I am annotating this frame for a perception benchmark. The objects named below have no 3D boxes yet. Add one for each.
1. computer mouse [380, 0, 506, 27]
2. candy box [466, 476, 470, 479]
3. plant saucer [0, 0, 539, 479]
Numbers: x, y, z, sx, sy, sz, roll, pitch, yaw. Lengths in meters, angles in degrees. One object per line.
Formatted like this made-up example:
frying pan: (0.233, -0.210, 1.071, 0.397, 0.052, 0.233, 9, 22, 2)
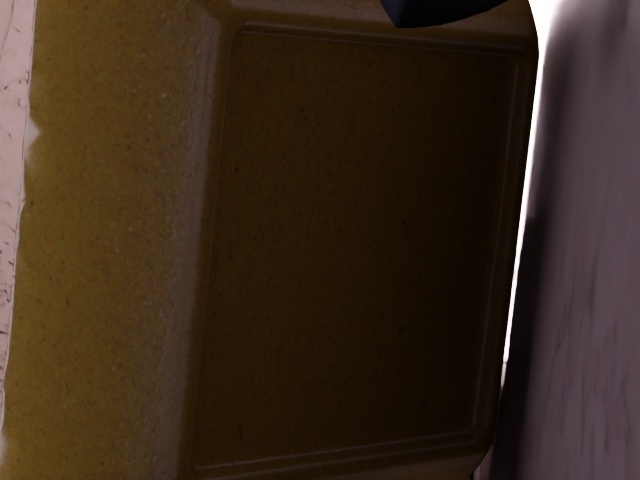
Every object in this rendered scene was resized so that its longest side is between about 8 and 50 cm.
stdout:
computer mouse: (0.096, -0.200, 0.681, 0.188, 0.072, 0.272, -73, 1, -74)
candy box: (0.063, 0.224, 1.199, 0.187, 0.053, 0.109, 97, -179, -45)
plant saucer: (0.000, 0.000, 0.947, 0.332, 0.081, 0.333, -2, -79, -46)
